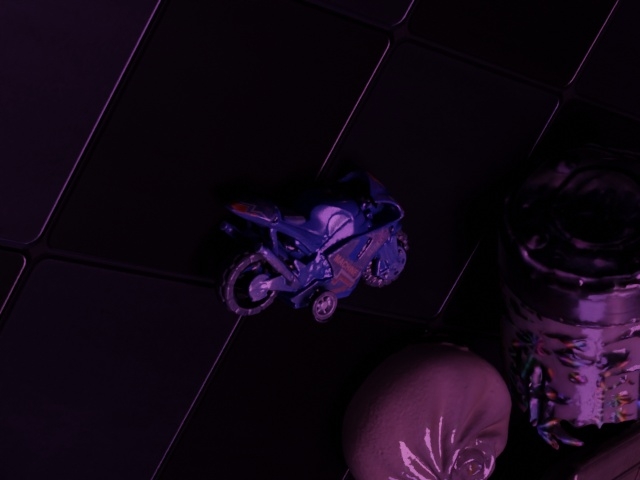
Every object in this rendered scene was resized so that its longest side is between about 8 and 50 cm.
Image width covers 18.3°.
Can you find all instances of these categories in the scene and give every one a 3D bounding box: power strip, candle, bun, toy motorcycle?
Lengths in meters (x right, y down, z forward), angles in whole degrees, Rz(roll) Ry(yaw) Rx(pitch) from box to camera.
[{"bbox_3d":[0.270,0.298,2.140,0.251,0.092,0.257,-12,128,-50],"label":"power strip"},{"bbox_3d":[0.254,0.077,1.873,0.187,0.187,0.330,-31,141,-23],"label":"candle"},{"bbox_3d":[0.109,0.184,1.865,0.172,0.120,0.173,-24,136,-26],"label":"bun"},{"bbox_3d":[0.000,0.000,1.647,0.205,0.076,0.114,-10,118,-37],"label":"toy motorcycle"}]
